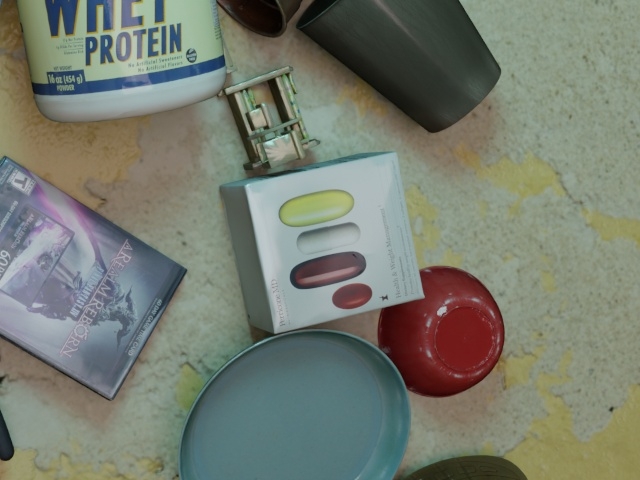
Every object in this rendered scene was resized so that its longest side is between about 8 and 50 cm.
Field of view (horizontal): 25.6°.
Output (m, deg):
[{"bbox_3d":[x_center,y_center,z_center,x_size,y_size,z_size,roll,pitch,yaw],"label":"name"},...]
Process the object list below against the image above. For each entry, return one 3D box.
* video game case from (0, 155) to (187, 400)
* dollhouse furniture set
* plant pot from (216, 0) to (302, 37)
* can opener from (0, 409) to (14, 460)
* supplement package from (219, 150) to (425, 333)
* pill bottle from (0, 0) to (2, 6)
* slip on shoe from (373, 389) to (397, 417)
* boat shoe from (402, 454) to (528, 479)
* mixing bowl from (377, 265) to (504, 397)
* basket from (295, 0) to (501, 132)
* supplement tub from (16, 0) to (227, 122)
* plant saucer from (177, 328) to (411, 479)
[{"bbox_3d":[-0.330,0.048,1.762,0.274,0.026,0.196,33,73,-13],"label":"video game case"},{"bbox_3d":[-0.063,-0.191,1.772,0.101,0.161,0.182,-22,98,-14],"label":"dollhouse furniture set"},{"bbox_3d":[-0.054,-0.373,1.776,0.167,0.167,0.165,46,73,-12],"label":"plant pot"},{"bbox_3d":[-0.419,0.187,1.740,0.073,0.059,0.186,-19,96,-14],"label":"can opener"},{"bbox_3d":[0.000,0.000,1.802,0.203,0.149,0.194,-13,95,-15],"label":"supplement package"},{"bbox_3d":[-0.463,-0.418,1.589,0.187,0.188,0.334,-5,116,-15],"label":"pill bottle"},{"bbox_3d":[0.067,0.193,1.885,0.041,0.051,0.135,-30,112,27],"label":"slip on shoe"},{"bbox_3d":[0.125,0.397,1.877,0.341,0.122,0.110,-22,138,-17],"label":"boat shoe"},{"bbox_3d":[0.177,0.126,1.882,0.181,0.098,0.182,-1,92,-16],"label":"mixing bowl"},{"bbox_3d":[0.115,-0.263,1.829,0.204,0.154,0.227,-45,106,-9],"label":"basket"},{"bbox_3d":[-0.246,-0.317,1.660,0.235,0.235,0.325,-12,104,-15],"label":"supplement tub"},{"bbox_3d":[-0.035,0.251,1.813,0.317,0.044,0.318,-8,114,-18],"label":"plant saucer"}]
